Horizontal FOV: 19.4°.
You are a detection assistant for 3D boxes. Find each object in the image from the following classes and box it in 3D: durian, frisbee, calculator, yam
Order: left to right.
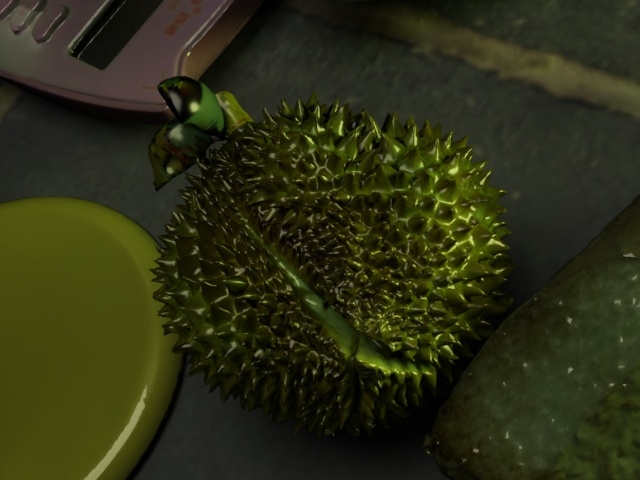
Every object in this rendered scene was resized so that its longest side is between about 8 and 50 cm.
[{"bbox_3d":[-0.182,0.073,1.023,0.236,0.017,0.236,-12,55,18],"label":"frisbee"},{"bbox_3d":[-0.135,-0.169,1.149,0.294,0.043,0.194,27,74,40],"label":"calculator"},{"bbox_3d":[0.001,0.015,0.899,0.198,0.146,0.159,10,80,36],"label":"durian"},{"bbox_3d":[0.164,0.028,0.835,0.259,0.106,0.106,-43,51,-8],"label":"yam"}]
